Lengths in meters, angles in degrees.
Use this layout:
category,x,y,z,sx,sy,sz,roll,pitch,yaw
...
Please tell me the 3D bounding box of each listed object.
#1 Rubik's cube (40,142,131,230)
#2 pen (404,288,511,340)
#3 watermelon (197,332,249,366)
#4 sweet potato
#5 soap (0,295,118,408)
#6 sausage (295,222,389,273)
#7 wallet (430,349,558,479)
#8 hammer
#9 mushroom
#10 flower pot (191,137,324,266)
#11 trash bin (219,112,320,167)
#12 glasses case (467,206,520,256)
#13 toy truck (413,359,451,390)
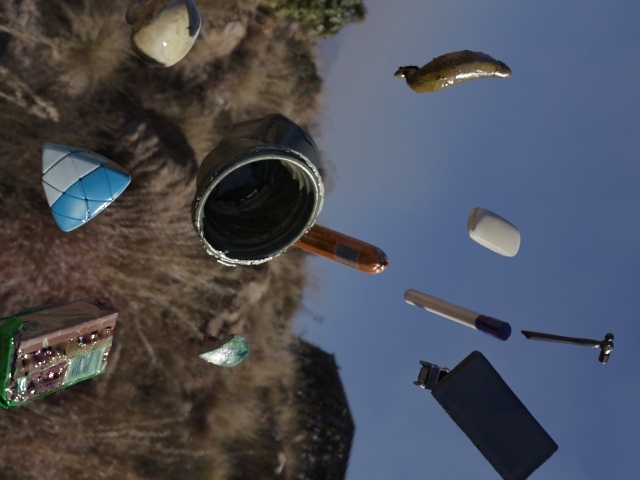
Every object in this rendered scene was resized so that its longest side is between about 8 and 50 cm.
category,x,y,z,sx,sy,sz,roll,pitch,yaw
Rubik's cube,-0.628,-0.188,2.148,0.254,0.255,0.254,-61,-174,10
pen,0.240,0.130,1.455,0.269,0.033,0.033,18,-101,58
watermelon,-0.229,0.272,2.052,0.101,0.155,0.080,-39,-141,11
sweet potato,0.335,-0.442,2.119,0.124,0.310,0.097,-11,96,-66
soap,-0.532,0.221,1.616,0.273,0.098,0.217,-16,125,-58
sausage,0.000,0.000,1.500,0.348,0.053,0.053,20,-100,46
wallet,0.329,0.337,1.529,0.124,0.244,0.025,-40,176,-7
hammer,0.487,0.202,1.603,0.021,0.179,0.065,-57,151,-63
mushroom,-0.315,-0.429,1.613,0.166,0.127,0.166,-50,177,-3
flower pot,-0.125,-0.086,1.392,0.235,0.236,0.140,-60,-143,20
trash bin,-0.114,-0.205,1.892,0.236,0.177,0.101,3,-125,54
glasses case,0.418,-0.019,1.940,0.051,0.204,0.080,2,-107,45
toy truck,0.355,0.429,2.525,0.192,0.092,0.083,30,75,-67
